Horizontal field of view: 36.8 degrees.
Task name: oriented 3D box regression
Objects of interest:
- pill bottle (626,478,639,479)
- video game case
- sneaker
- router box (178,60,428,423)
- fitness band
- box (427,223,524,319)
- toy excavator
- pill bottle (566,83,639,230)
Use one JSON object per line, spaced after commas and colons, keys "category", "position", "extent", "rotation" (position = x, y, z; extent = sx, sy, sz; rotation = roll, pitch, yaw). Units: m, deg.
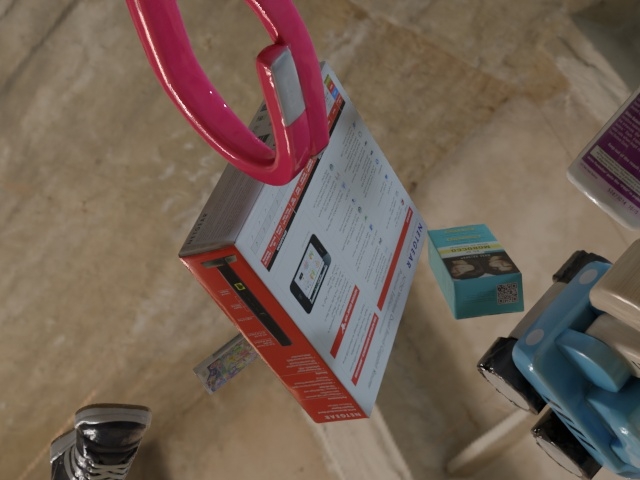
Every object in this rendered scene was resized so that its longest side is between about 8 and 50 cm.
{"category": "pill bottle", "position": [0.515, 0.434, 1.489], "extent": [0.087, 0.087, 0.160], "rotation": [-22, -122, 43]}
{"category": "video game case", "position": [-0.113, 0.155, 1.307], "extent": [0.122, 0.087, 0.011], "rotation": [-37, -116, -12]}
{"category": "sneaker", "position": [-0.296, 0.317, 1.274], "extent": [0.282, 0.099, 0.153], "rotation": [-41, -135, 51]}
{"category": "router box", "position": [0.000, 0.000, 1.179], "extent": [0.082, 0.301, 0.335], "rotation": [-12, -142, 33]}
{"category": "fitness band", "position": [-0.088, -0.168, 0.879], "extent": [0.209, 0.291, 0.054], "rotation": [36, -112, 25]}
{"category": "box", "position": [0.228, 0.042, 1.449], "extent": [0.244, 0.101, 0.060], "rotation": [-100, -176, -72]}
{"category": "toy excavator", "position": [0.383, 0.143, 1.151], "extent": [0.222, 0.433, 0.445], "rotation": [-46, -158, -11]}
{"category": "pill bottle", "position": [0.576, -0.176, 1.631], "extent": [0.301, 0.169, 0.169], "rotation": [-51, -136, 16]}
